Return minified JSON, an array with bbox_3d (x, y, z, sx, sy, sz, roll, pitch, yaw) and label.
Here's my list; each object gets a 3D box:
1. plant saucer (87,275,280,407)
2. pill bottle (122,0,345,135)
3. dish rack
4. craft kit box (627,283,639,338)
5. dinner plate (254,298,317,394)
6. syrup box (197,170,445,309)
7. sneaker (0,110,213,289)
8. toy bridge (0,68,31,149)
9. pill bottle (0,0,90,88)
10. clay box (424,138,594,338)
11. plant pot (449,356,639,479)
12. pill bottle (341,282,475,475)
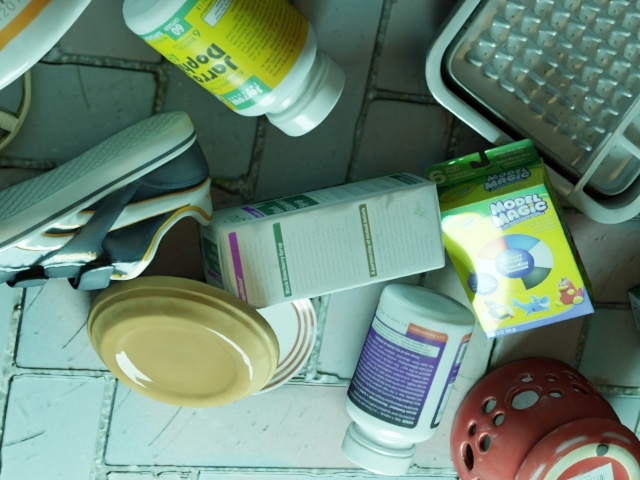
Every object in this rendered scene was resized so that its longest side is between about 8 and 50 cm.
[{"bbox_3d":[-0.142,0.111,1.657,0.200,0.037,0.200,8,141,7],"label":"plant saucer"},{"bbox_3d":[-0.078,-0.194,1.579,0.208,0.117,0.117,37,95,-29],"label":"pill bottle"},{"bbox_3d":[0.283,-0.206,1.738,0.333,0.072,0.285,33,97,-28],"label":"dish rack"},{"bbox_3d":[0.511,0.118,1.966,0.250,0.061,0.246,-24,115,-10],"label":"craft kit box"},{"bbox_3d":[-0.072,0.100,1.757,0.141,0.017,0.141,-7,114,-17],"label":"dinner plate"},{"bbox_3d":[0.000,0.000,1.691,0.237,0.093,0.096,-12,102,-16],"label":"syrup box"},{"bbox_3d":[-0.249,-0.003,1.587,0.321,0.126,0.127,-26,112,-11],"label":"sneaker"},{"bbox_3d":[-0.318,-0.123,1.569,0.063,0.026,0.188,24,101,-28],"label":"toy bridge"},{"bbox_3d":[-0.379,-0.315,1.356,0.224,0.224,0.392,-44,119,0],"label":"pill bottle"},{"bbox_3d":[0.203,0.001,1.760,0.127,0.053,0.222,-16,128,16],"label":"clay box"},{"bbox_3d":[0.265,0.253,1.861,0.191,0.174,0.191,-8,116,-18],"label":"plant pot"},{"bbox_3d":[0.090,0.154,1.788,0.108,0.108,0.193,12,106,-24],"label":"pill bottle"}]
